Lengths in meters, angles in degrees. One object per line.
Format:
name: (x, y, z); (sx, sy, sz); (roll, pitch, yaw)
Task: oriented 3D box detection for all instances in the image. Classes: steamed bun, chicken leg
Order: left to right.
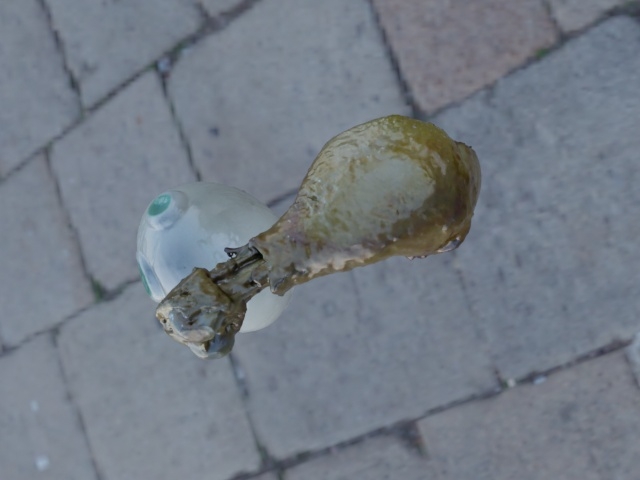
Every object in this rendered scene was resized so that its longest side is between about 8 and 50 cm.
steamed bun: (-0.141, 0.019, 1.985); (0.228, 0.130, 0.177); (32, 115, 32)
chicken leg: (-0.001, -0.002, 1.127); (0.107, 0.251, 0.087); (53, 172, 30)
